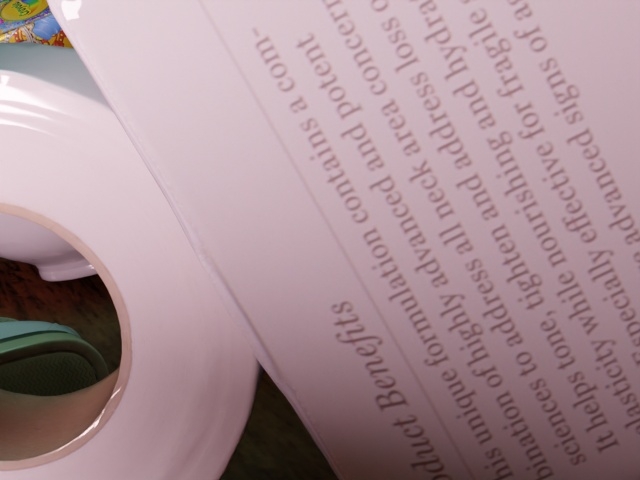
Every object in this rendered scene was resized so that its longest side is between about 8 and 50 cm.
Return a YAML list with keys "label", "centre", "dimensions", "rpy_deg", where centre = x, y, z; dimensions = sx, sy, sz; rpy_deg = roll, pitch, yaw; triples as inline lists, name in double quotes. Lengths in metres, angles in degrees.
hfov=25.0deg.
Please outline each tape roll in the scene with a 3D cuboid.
- label: "tape roll"
  centre: [-0.169, 0.039, 0.789]
  dimensions: [0.286, 0.286, 0.100]
  rpy_deg: [-6, 16, 5]

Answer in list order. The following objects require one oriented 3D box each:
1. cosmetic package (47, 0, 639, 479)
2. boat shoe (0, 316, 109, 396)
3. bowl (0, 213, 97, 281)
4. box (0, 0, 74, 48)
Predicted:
- label: "cosmetic package"
  centre: [0.132, -0.109, 0.730]
  dimensions: [0.393, 0.329, 0.327]
  rpy_deg: [-26, 20, 10]
- label: "boat shoe"
  centre: [-0.295, 0.109, 0.937]
  dimensions: [0.302, 0.113, 0.103]
  rpy_deg: [-3, 11, -26]
- label: "bowl"
  centre: [-0.213, -0.047, 1.350]
  dimensions: [0.298, 0.134, 0.298]
  rpy_deg: [-14, 11, 3]
- label: "box"
  centre: [-0.050, -0.094, 1.045]
  dimensions: [0.279, 0.290, 0.177]
  rpy_deg: [-21, 28, 0]
